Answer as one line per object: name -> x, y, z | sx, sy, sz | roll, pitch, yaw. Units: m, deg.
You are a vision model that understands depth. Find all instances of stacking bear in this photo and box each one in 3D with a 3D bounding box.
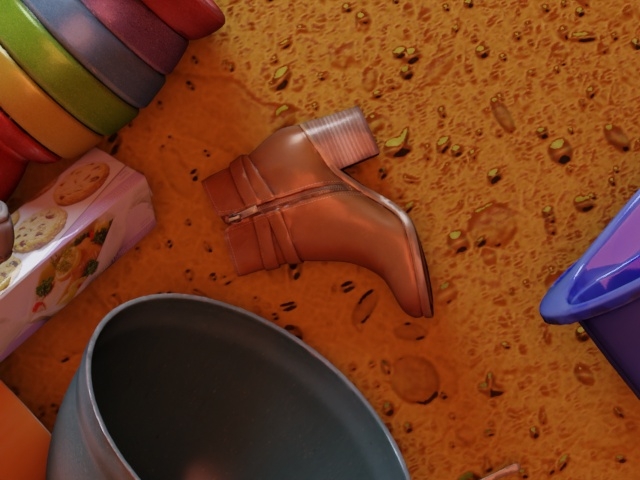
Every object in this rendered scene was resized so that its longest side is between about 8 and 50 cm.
stacking bear -> -0.233, -0.135, 1.478 | 0.289, 0.175, 0.164 | -44, 98, 6

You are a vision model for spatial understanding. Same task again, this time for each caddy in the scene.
caddy -> 0.336, -0.001, 1.419 | 0.341, 0.241, 0.179 | -32, 96, 2

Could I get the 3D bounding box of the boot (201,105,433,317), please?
boot -> 0.000, 0.000, 1.514 | 0.152, 0.073, 0.197 | -25, 78, 1

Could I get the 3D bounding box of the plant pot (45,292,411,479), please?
plant pot -> -0.099, 0.213, 1.437 | 0.293, 0.293, 0.196 | 37, 119, 1

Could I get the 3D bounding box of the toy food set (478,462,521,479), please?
toy food set -> 0.167, 0.251, 1.537 | 0.078, 0.019, 0.122 | -25, 98, 3

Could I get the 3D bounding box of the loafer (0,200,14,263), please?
loafer -> -0.371, 0.057, 1.332 | 0.319, 0.112, 0.111 | -21, 112, -5

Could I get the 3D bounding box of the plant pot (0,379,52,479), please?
plant pot -> -0.315, 0.197, 1.475 | 0.188, 0.205, 0.205 | -43, 89, -13

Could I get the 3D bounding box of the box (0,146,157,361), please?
box -> -0.264, 0.049, 1.442 | 0.067, 0.063, 0.324 | 29, 57, 31
